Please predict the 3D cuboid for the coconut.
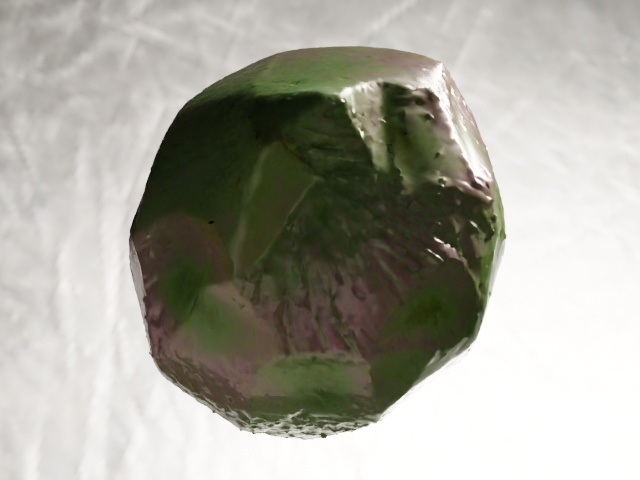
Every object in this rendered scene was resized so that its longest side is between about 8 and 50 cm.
[{"bbox_3d":[0.000,0.000,0.395,0.083,0.081,0.082,-25,55,-8],"label":"coconut"}]
